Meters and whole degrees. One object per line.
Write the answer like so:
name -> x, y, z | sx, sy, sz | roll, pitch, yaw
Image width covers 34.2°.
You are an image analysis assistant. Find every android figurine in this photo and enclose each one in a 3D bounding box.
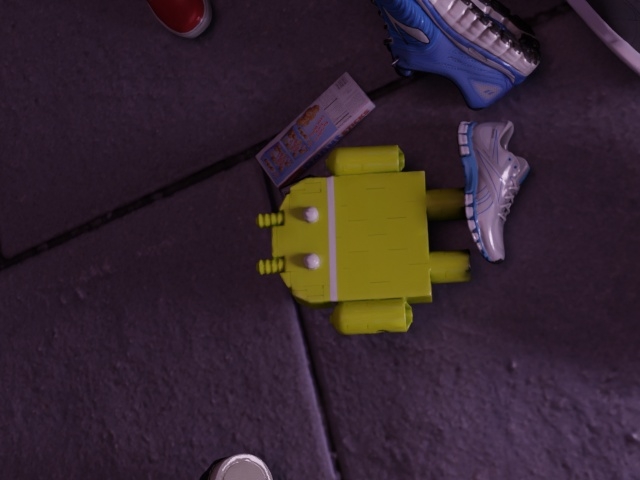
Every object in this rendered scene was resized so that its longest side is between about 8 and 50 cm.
android figurine -> 0.052, -0.002, 1.320 | 0.273, 0.056, 0.248 | -1, 73, 6

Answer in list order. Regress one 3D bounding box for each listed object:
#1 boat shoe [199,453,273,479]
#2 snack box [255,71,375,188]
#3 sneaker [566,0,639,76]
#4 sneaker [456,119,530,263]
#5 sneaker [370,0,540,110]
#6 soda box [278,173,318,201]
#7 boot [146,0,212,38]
boat shoe -> -0.114, 0.449, 1.331 | 0.113, 0.127, 0.340 | -21, 76, 53
snack box -> -0.009, -0.152, 1.449 | 0.178, 0.022, 0.064 | -42, 65, 13
sneaker -> 0.387, -0.291, 1.229 | 0.147, 0.104, 0.296 | -42, 60, 19
sneaker -> 0.221, -0.066, 1.291 | 0.083, 0.071, 0.191 | -10, 75, 19
sneaker -> 0.111, -0.284, 1.314 | 0.330, 0.130, 0.147 | 41, 124, 3
soda box -> 0.000, 0.000, 1.392 | 0.053, 0.060, 0.169 | -23, 71, 22
boot -> -0.270, -0.414, 1.551 | 0.088, 0.176, 0.244 | -41, 66, 12
